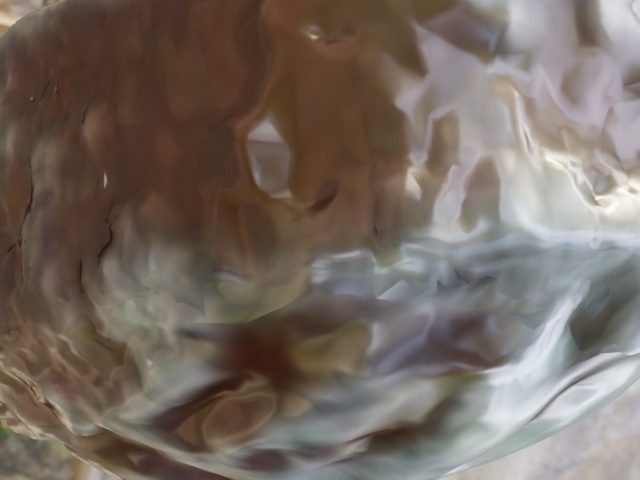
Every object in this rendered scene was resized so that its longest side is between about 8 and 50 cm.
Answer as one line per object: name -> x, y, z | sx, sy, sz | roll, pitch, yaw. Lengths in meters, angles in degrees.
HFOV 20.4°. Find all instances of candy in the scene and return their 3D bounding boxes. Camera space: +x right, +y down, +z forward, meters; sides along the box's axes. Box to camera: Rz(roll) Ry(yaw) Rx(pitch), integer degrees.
candy -> 0.000, 0.000, 0.531 | 0.289, 0.214, 0.157 | 146, -54, -62
